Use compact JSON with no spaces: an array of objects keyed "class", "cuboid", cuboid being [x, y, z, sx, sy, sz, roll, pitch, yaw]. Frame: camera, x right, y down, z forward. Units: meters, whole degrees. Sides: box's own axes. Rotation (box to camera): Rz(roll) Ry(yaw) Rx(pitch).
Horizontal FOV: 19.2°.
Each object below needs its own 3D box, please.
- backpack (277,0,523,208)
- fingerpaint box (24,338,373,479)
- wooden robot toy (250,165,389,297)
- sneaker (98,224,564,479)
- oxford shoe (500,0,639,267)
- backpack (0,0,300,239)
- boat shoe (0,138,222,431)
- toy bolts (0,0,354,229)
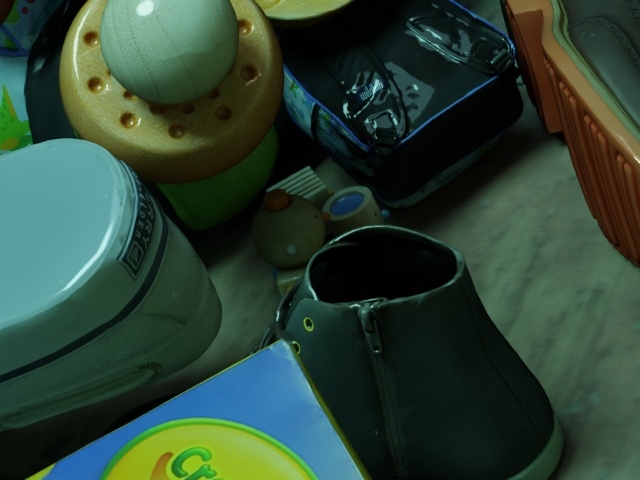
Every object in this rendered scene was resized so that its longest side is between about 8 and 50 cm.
[{"class":"backpack","cuboid":[0.036,-0.079,0.984,0.105,0.084,0.114,-36,57,-17]},{"class":"fingerpaint box","cuboid":[-0.073,0.276,0.481,0.371,0.163,0.445,-29,33,-4]},{"class":"wooden robot toy","cuboid":[0.000,0.000,0.915,0.076,0.079,0.173,-21,32,10]},{"class":"sneaker","cuboid":[-0.016,0.056,0.806,0.222,0.118,0.083,-10,35,25]},{"class":"oxford shoe","cuboid":[0.158,-0.074,0.899,0.098,0.097,0.271,-18,32,2]},{"class":"backpack","cuboid":[-0.157,-0.157,1.133,0.290,0.273,0.355,-47,26,-22]},{"class":"boat shoe","cuboid":[-0.211,0.068,0.910,0.367,0.156,0.135,-20,51,18]},{"class":"toy bolts","cuboid":[-0.085,-0.154,0.882,0.228,0.158,0.218,35,73,8]}]
